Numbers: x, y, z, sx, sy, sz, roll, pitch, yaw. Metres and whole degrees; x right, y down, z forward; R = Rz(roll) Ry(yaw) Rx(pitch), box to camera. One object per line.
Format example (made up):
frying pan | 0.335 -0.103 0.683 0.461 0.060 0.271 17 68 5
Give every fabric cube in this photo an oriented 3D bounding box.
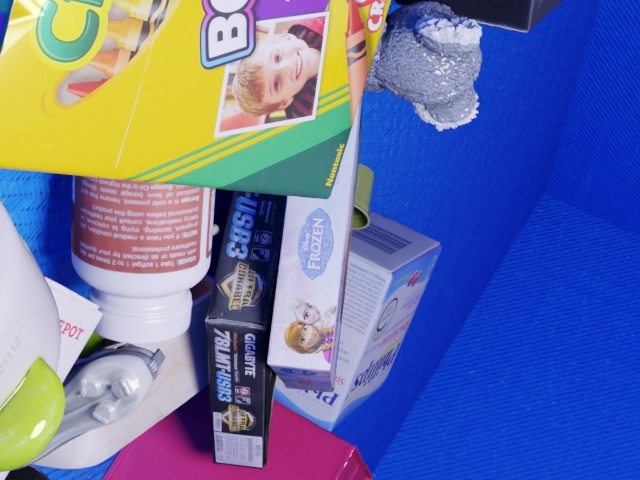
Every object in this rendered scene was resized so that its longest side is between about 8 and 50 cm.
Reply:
fabric cube | -0.110 0.337 1.457 0.254 0.258 0.259 -59 163 -15

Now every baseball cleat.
baseball cleat | -0.230 0.145 0.979 0.109 0.206 0.072 -47 119 -72

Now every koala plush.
koala plush | 0.083 -0.220 1.255 0.203 0.221 0.196 -55 162 -26

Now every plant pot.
plant pot | 0.044 -0.071 1.641 0.083 0.083 0.079 84 23 -62

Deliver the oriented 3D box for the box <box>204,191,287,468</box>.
box | -0.076 0.065 1.285 0.293 0.073 0.295 97 0 -49

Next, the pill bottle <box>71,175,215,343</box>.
pill bottle | -0.151 -0.028 0.944 0.121 0.121 0.216 -33 133 -60

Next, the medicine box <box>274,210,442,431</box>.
medicine box | 0.047 0.124 1.801 0.263 0.149 0.289 -24 137 -65

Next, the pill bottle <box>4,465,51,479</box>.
pill bottle | -0.309 0.318 1.063 0.123 0.123 0.219 -48 158 -42

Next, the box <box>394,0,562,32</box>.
box | 0.246 -0.474 1.346 0.312 0.179 0.343 -44 145 -50

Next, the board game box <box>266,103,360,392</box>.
board game box | 0.000 0.000 1.237 0.318 0.066 0.318 82 14 -79

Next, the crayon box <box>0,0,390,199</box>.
crayon box | -0.076 -0.220 0.749 0.313 0.106 0.362 2 109 -49

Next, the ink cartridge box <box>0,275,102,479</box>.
ink cartridge box | -0.292 0.118 0.845 0.237 0.100 0.172 -60 163 -8

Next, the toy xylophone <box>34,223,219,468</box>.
toy xylophone | -0.192 0.097 1.144 0.323 0.081 0.236 -17 119 -66

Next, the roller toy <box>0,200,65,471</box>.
roller toy | -0.266 0.047 0.666 0.146 0.209 0.191 86 -4 -60
